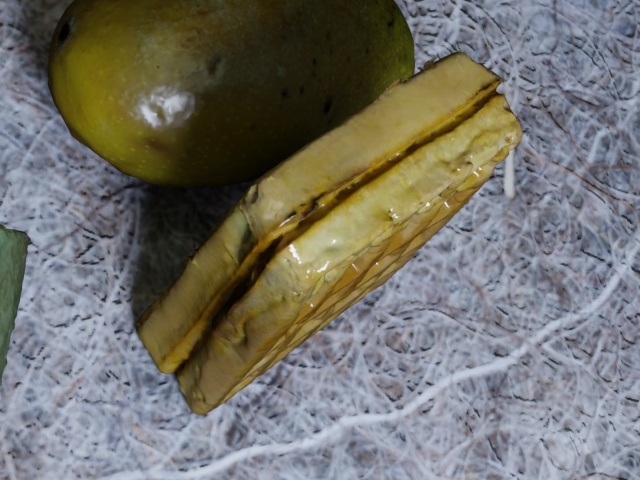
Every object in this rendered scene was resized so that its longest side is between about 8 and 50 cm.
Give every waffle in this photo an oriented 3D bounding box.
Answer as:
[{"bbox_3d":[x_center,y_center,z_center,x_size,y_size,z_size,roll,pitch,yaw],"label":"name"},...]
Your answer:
[{"bbox_3d":[0.000,0.000,1.418,0.224,0.328,0.098,-36,86,-28],"label":"waffle"}]

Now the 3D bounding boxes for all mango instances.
[{"bbox_3d":[-0.059,-0.148,1.538,0.329,0.175,0.176,-23,128,-29],"label":"mango"}]

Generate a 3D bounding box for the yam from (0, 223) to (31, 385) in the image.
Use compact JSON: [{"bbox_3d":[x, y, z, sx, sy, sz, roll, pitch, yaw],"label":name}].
[{"bbox_3d":[-0.316,0.107,1.321,0.195,0.195,0.300,16,66,-19],"label":"yam"}]
